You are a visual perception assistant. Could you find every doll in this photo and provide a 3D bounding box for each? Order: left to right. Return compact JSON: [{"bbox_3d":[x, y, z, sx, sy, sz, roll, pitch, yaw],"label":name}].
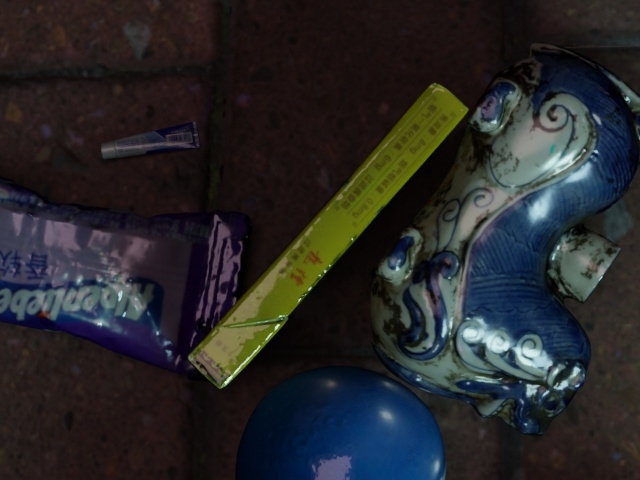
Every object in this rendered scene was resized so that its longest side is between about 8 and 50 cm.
[{"bbox_3d":[0.003,0.214,1.207,0.161,0.215,0.257,39,57,-20],"label":"doll"}]

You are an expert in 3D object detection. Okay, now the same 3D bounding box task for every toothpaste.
[{"bbox_3d":[-0.145,-0.082,1.396,0.083,0.015,0.024,-11,75,2],"label":"toothpaste"}]

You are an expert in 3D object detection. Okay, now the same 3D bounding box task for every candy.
[{"bbox_3d":[-0.199,0.020,1.355,0.275,0.070,0.145,12,88,3],"label":"candy"}]

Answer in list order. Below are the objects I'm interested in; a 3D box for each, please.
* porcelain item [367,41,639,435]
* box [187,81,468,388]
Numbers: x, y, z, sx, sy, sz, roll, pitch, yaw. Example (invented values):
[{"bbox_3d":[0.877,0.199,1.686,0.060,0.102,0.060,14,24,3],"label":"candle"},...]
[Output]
[{"bbox_3d":[0.160,-0.002,1.266,0.186,0.138,0.288,31,86,4],"label":"porcelain item"},{"bbox_3d":[0.001,-0.001,1.271,0.041,0.153,0.279,41,84,-2],"label":"box"}]
